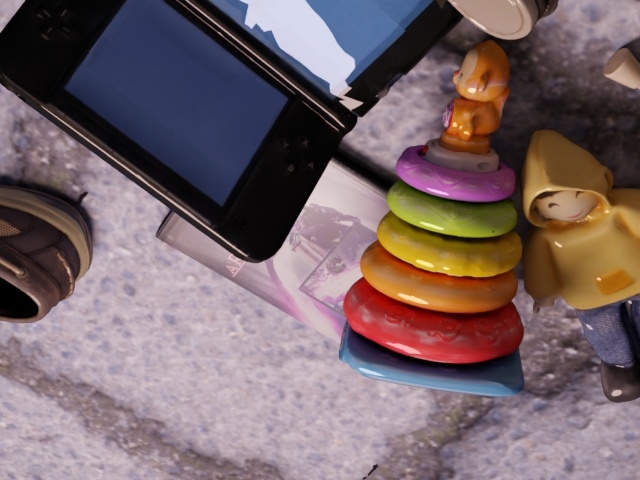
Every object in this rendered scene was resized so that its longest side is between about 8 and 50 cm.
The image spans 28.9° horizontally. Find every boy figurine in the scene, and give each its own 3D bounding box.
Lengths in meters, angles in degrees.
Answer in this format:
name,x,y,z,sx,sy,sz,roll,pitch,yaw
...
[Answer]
name,x,y,z,sx,sy,sz,roll,pitch,yaw
boy figurine,0.265,0.017,1.128,0.177,0.092,0.285,-13,127,25

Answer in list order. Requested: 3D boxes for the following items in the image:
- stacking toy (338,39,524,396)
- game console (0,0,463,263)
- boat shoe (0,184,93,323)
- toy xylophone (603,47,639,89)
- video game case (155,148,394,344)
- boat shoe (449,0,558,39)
name,x,y,z,sx,sy,sz,roll,pitch,yaw
stacking toy,0.116,-0.026,1.084,0.165,0.175,0.302,9,110,2
game console,-0.072,-0.168,1.012,0.293,0.250,0.173,37,153,-16
boat shoe,-0.412,0.000,1.240,0.355,0.130,0.132,8,129,7
toy xylophone,0.377,-0.140,0.981,0.322,0.081,0.236,31,128,-12
video game case,0.000,0.000,1.216,0.274,0.026,0.196,30,128,-13
boat shoe,0.068,-0.298,0.934,0.335,0.095,0.112,45,160,-18
